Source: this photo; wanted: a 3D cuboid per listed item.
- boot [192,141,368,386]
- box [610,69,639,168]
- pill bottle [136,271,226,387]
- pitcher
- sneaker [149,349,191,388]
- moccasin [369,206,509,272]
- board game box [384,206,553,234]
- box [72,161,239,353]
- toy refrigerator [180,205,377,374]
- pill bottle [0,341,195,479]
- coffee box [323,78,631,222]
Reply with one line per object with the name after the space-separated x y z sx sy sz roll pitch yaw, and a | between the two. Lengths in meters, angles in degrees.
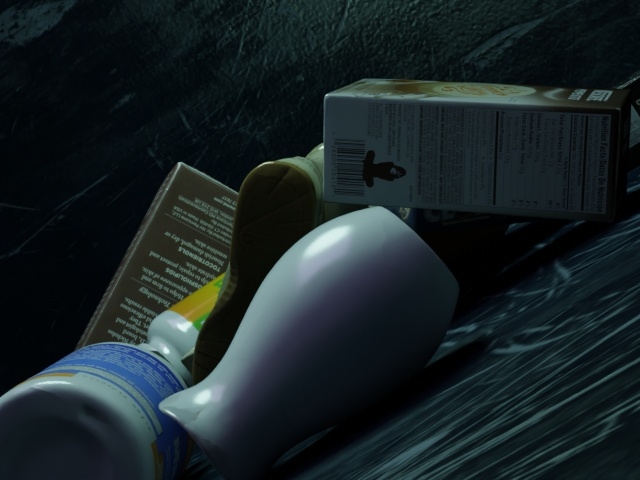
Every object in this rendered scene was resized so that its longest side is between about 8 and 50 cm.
-0.031 0.038 1.349 0.203 0.095 0.262 -37 -40 -69 | boot
0.359 -0.147 1.530 0.180 0.077 0.147 -32 1 14 | box
-0.134 0.129 1.864 0.246 0.136 0.136 -34 1 -28 | pill bottle
-0.001 0.082 1.043 0.207 0.125 0.178 -44 -13 -5 | pitcher
-0.234 0.231 1.674 0.162 0.106 0.281 -40 -6 -25 | sneaker
0.040 0.017 1.533 0.380 0.147 0.139 -33 1 -28 | moccasin
0.127 -0.071 1.471 0.165 0.042 0.243 -7 21 -17 | board game box
-0.236 0.098 2.012 0.381 0.143 0.191 -62 8 -12 | box
-0.026 0.069 1.629 0.269 0.094 0.102 -42 6 -32 | toy refrigerator
-0.189 0.170 1.248 0.152 0.152 0.272 -33 1 8 | pill bottle
0.138 -0.082 1.256 0.246 0.098 0.141 4 14 14 | coffee box
